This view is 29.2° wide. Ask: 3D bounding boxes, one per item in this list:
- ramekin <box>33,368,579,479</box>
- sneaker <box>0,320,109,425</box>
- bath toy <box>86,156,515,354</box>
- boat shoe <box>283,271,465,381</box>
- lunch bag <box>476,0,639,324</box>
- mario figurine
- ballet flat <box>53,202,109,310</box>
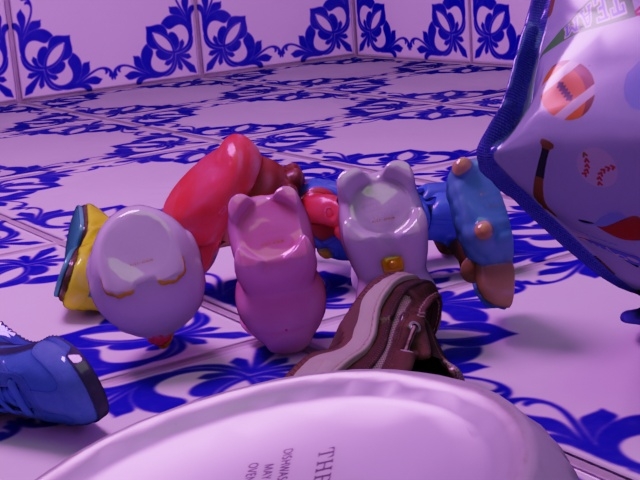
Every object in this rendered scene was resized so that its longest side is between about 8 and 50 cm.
[{"bbox_3d":[-0.014,0.148,0.453,0.272,0.127,0.273,-14,15,4],"label":"ramekin"},{"bbox_3d":[-0.236,0.108,0.909,0.082,0.069,0.209,-31,27,-36],"label":"sneaker"},{"bbox_3d":[-0.017,0.029,1.034,0.348,0.152,0.129,-7,-25,0],"label":"bath toy"},{"bbox_3d":[0.051,0.099,0.828,0.095,0.095,0.257,15,26,17],"label":"boat shoe"},{"bbox_3d":[0.355,-0.038,0.886,0.327,0.239,0.385,8,-20,43],"label":"lunch bag"},{"bbox_3d":[0.000,0.000,1.236,0.320,0.170,0.198,5,-24,-7],"label":"mario figurine"},{"bbox_3d":[-0.225,0.022,1.254,0.077,0.077,0.231,15,13,-12],"label":"ballet flat"}]
